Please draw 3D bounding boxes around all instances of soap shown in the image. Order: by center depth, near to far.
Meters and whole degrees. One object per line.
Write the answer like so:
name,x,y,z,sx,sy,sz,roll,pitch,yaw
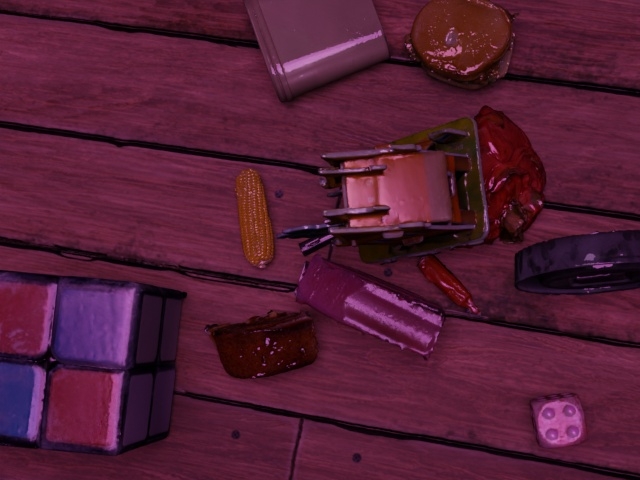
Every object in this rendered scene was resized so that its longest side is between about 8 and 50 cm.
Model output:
soap,0.092,0.121,1.722,0.289,0.182,0.112,24,89,4

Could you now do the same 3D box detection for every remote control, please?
remote control,0.000,0.000,1.828,0.091,0.016,0.034,-27,76,3

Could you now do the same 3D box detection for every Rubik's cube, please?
Rubik's cube,-0.460,0.228,1.711,0.318,0.316,0.313,5,85,9

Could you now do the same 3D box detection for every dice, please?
dice,0.450,0.341,1.693,0.093,0.094,0.091,-10,86,5

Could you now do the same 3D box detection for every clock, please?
clock,0.504,0.044,1.614,0.312,0.312,0.061,-4,77,7

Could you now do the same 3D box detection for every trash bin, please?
trash bin,-0.009,-0.435,1.833,0.247,0.121,0.243,-21,81,1

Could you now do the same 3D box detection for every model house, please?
model house,0.072,-0.092,1.629,0.357,0.312,0.243,-11,79,47

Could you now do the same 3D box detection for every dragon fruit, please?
dragon fruit,0.337,-0.105,1.731,0.205,0.152,0.317,27,87,8

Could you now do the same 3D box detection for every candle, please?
candle,0.255,0.094,1.769,0.162,0.048,0.053,46,48,16

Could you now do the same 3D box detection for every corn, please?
corn,-0.136,-0.044,1.825,0.067,0.067,0.206,-11,82,6

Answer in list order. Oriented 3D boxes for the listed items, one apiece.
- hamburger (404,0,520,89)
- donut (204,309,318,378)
hamburger,0.278,-0.399,1.788,0.215,0.122,0.189,17,79,13
donut,-0.113,0.208,1.764,0.186,0.144,0.126,-18,103,-20
